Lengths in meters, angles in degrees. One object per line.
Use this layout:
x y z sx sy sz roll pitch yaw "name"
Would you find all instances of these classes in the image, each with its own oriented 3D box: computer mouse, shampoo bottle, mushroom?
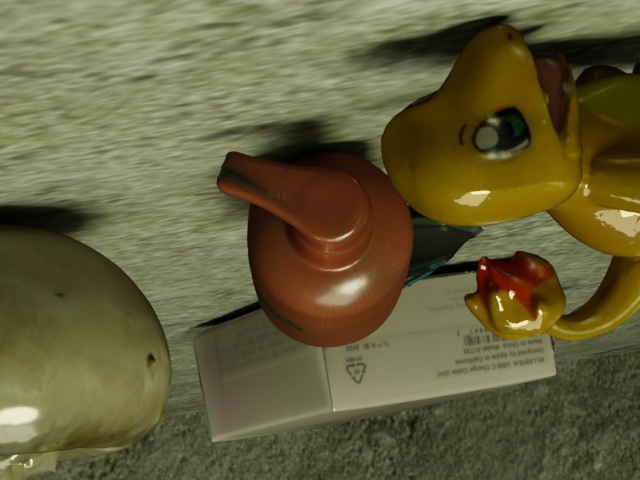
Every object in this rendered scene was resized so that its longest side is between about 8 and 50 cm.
0.033 0.008 1.146 0.135 0.047 0.079 -19 171 -25 "computer mouse"
0.002 0.001 0.922 0.085 0.085 0.244 -10 171 0 "shampoo bottle"
-0.174 0.100 0.928 0.207 0.215 0.207 -2 171 0 "mushroom"

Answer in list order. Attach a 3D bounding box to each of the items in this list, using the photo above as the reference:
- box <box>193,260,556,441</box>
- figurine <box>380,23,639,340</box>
0.038 0.090 1.569 0.203 0.106 0.251 -8 174 -27 "box"
0.089 -0.016 0.751 0.176 0.122 0.121 9 -160 -43 "figurine"
